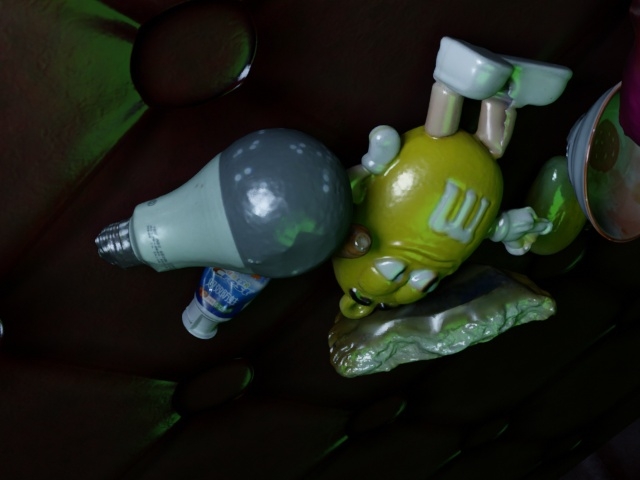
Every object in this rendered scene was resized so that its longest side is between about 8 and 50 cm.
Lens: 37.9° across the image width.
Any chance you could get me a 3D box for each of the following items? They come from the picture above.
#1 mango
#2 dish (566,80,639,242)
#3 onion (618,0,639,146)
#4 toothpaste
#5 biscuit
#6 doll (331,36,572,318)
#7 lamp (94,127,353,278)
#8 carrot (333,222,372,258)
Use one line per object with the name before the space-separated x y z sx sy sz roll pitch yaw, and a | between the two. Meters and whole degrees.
mango | 0.388 -0.058 1.543 0.130 0.092 0.195 -21 136 -11
dish | 0.457 -0.132 1.451 0.260 0.085 0.260 -12 109 -38
onion | 0.617 -0.226 1.201 0.398 0.420 0.399 -24 137 -25
toothpaste | -0.106 0.032 1.280 0.266 0.096 0.061 -51 -178 31
biscuit | 0.159 0.110 1.398 0.335 0.329 0.078 -29 111 -31
doll | 0.179 -0.084 1.277 0.347 0.161 0.423 -13 128 -14
lamp | -0.116 -0.032 1.112 0.313 0.182 0.182 -11 143 -9
carrot | 0.000 0.000 1.246 0.048 0.048 0.216 -8 -176 -31
